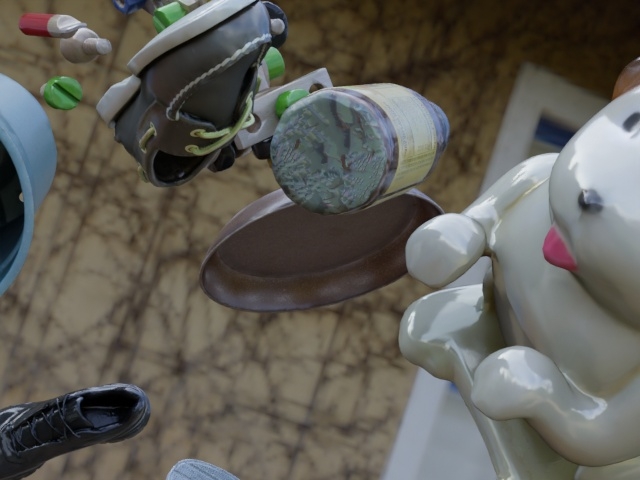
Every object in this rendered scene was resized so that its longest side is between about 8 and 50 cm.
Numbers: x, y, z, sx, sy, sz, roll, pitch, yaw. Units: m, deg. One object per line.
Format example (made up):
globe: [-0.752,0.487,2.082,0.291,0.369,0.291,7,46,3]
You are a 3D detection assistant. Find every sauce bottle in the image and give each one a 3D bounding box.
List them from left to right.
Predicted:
sauce bottle: [0.051,-0.090,1.420,0.111,0.111,0.344,17,10,13]

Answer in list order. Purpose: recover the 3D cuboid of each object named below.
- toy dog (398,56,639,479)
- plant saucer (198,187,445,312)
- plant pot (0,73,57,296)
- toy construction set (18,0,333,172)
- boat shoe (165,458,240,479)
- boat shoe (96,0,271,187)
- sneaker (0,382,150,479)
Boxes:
toy dog: [0.266,0.043,1.213,0.395,0.284,0.408,-7,-33,-8]
plant saucer: [0.000,0.000,1.872,0.311,0.050,0.310,-11,-27,-6]
plant pot: [-0.525,-0.089,2.112,0.341,0.341,0.334,18,16,-2]
toy construction set: [-0.127,-0.186,1.572,0.309,0.257,0.237,3,7,-30]
boat shoe: [-0.087,0.338,1.725,0.226,0.083,0.076,39,-31,3]
boat shoe: [-0.092,-0.110,1.158,0.091,0.109,0.305,61,-20,-1]
sneaker: [-0.378,0.261,2.164,0.286,0.109,0.130,-21,-9,-14]
